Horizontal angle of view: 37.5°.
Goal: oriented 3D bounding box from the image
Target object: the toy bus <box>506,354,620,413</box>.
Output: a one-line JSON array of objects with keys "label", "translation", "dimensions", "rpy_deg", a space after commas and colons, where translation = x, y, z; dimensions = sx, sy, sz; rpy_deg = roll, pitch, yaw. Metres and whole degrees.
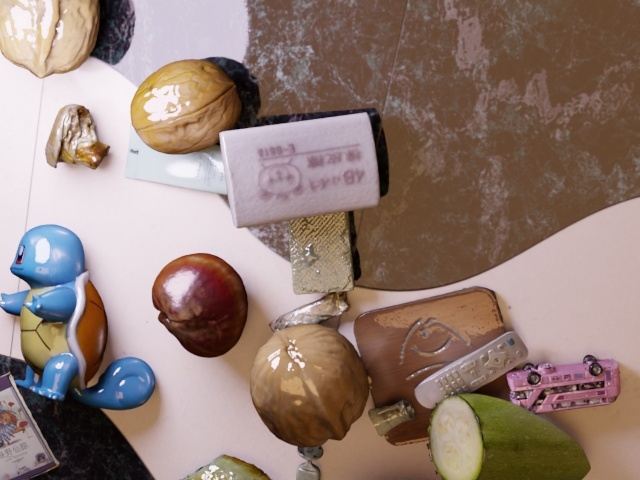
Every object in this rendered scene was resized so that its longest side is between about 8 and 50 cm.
[{"label": "toy bus", "translation": [0.452, 0.269, 1.752], "dimensions": [0.203, 0.063, 0.090], "rpy_deg": [-7, 101, 5]}]

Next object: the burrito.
[{"label": "burrito", "translation": [-0.020, 0.146, 1.833], "dimensions": [0.171, 0.042, 0.051], "rpy_deg": [-26, 79, 10]}]

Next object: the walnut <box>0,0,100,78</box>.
[{"label": "walnut", "translation": [-0.499, -0.417, 1.719], "dimensions": [0.198, 0.198, 0.245], "rpy_deg": [6, 94, 9]}]

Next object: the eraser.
[{"label": "eraser", "translation": [-0.036, -0.127, 1.699], "dimensions": [0.270, 0.095, 0.174], "rpy_deg": [-9, 99, -11]}]

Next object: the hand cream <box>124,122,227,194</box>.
[{"label": "hand cream", "translation": [-0.226, -0.142, 1.802], "dimensions": [0.321, 0.067, 0.109], "rpy_deg": [13, 104, 12]}]

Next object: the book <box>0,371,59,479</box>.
[{"label": "book", "translation": [-0.679, 0.412, 2.024], "dimensions": [0.157, 0.026, 0.231], "rpy_deg": [-24, 98, 15]}]

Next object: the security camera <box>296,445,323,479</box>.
[{"label": "security camera", "translation": [-0.024, 0.458, 1.906], "dimensions": [0.058, 0.058, 0.092], "rpy_deg": [12, 117, 8]}]

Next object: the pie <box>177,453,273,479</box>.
[{"label": "pie", "translation": [-0.196, 0.603, 1.939], "dimensions": [0.355, 0.103, 0.288], "rpy_deg": [-32, 89, 18]}]

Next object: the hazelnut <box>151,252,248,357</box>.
[{"label": "hazelnut", "translation": [-0.225, 0.128, 1.802], "dimensions": [0.178, 0.178, 0.204], "rpy_deg": [-9, 109, 12]}]

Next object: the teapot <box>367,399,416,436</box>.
[{"label": "teapot", "translation": [0.138, 0.337, 1.823], "dimensions": [0.083, 0.067, 0.057], "rpy_deg": [-23, 53, 8]}]

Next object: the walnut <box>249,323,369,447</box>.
[{"label": "walnut", "translation": [-0.019, 0.275, 1.768], "dimensions": [0.225, 0.225, 0.261], "rpy_deg": [-15, 133, 13]}]

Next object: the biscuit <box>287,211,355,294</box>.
[{"label": "biscuit", "translation": [0.000, 0.000, 1.783], "dimensions": [0.121, 0.040, 0.199], "rpy_deg": [-4, 93, 10]}]

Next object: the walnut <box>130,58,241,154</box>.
[{"label": "walnut", "translation": [-0.246, -0.243, 1.724], "dimensions": [0.207, 0.167, 0.167], "rpy_deg": [-20, 98, 13]}]

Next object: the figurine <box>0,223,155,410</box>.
[{"label": "figurine", "translation": [-0.506, 0.183, 1.844], "dimensions": [0.243, 0.298, 0.416], "rpy_deg": [-30, 100, -19]}]

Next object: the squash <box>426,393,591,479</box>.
[{"label": "squash", "translation": [0.356, 0.380, 1.783], "dimensions": [0.260, 0.189, 0.189], "rpy_deg": [2, 106, -27]}]

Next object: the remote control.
[{"label": "remote control", "translation": [0.280, 0.245, 1.781], "dimensions": [0.229, 0.044, 0.073], "rpy_deg": [-33, 112, 10]}]

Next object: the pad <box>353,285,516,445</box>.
[{"label": "pad", "translation": [0.228, 0.245, 1.820], "dimensions": [0.286, 0.018, 0.284], "rpy_deg": [-14, 100, 13]}]

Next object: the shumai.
[{"label": "shumai", "translation": [-0.461, -0.190, 1.812], "dimensions": [0.116, 0.145, 0.145], "rpy_deg": [19, 107, -17]}]
